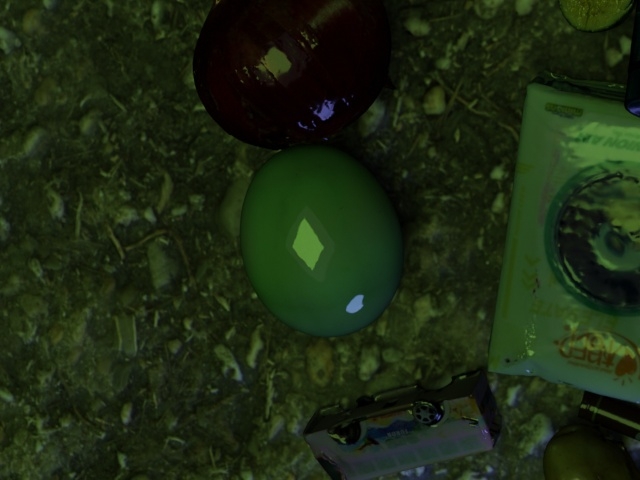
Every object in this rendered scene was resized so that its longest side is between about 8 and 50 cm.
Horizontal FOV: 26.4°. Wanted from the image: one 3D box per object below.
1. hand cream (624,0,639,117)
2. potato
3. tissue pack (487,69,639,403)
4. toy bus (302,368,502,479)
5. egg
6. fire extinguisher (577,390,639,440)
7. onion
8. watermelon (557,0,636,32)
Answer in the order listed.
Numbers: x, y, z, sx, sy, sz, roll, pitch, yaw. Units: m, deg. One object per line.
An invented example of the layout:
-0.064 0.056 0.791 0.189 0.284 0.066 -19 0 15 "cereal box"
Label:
0.431 -0.270 1.645 0.120 0.061 0.271 8 67 19 "hand cream"
0.399 0.390 1.840 0.140 0.173 0.300 -24 96 9 "potato"
0.382 0.000 1.750 0.287 0.162 0.388 12 108 20 "tissue pack"
0.117 0.270 1.958 0.274 0.090 0.112 -17 106 25 "toy bus"
0.000 0.000 1.854 0.220 0.220 0.270 -15 104 23 "egg"
0.430 0.250 1.862 0.158 0.043 0.064 21 140 14 "fire extinguisher"
-0.042 -0.244 1.780 0.276 0.276 0.276 5 106 19 "onion"
0.356 -0.312 1.726 0.105 0.062 0.106 0 89 33 "watermelon"
